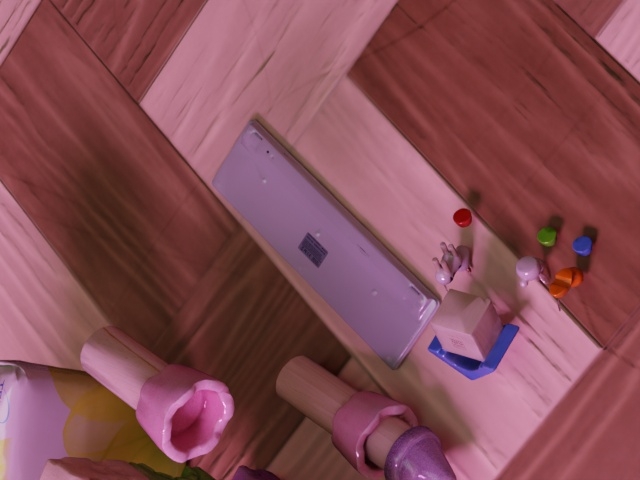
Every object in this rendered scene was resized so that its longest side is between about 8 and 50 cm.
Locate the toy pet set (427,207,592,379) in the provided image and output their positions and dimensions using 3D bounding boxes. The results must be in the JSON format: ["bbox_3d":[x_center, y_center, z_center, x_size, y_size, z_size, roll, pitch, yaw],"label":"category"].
[{"bbox_3d":[0.141,0.048,1.497,0.122,0.065,0.114,16,62,34],"label":"toy pet set"}]

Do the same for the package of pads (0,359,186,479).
[{"bbox_3d":[-0.225,0.254,1.626,0.101,0.229,0.297,0,80,38],"label":"package of pads"}]

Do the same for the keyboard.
[{"bbox_3d":[0.000,0.000,1.625,0.256,0.014,0.072,45,118,31],"label":"keyboard"}]

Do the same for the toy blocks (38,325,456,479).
[{"bbox_3d":[-0.053,0.259,1.473,0.260,0.288,0.309,31,103,40],"label":"toy blocks"}]
